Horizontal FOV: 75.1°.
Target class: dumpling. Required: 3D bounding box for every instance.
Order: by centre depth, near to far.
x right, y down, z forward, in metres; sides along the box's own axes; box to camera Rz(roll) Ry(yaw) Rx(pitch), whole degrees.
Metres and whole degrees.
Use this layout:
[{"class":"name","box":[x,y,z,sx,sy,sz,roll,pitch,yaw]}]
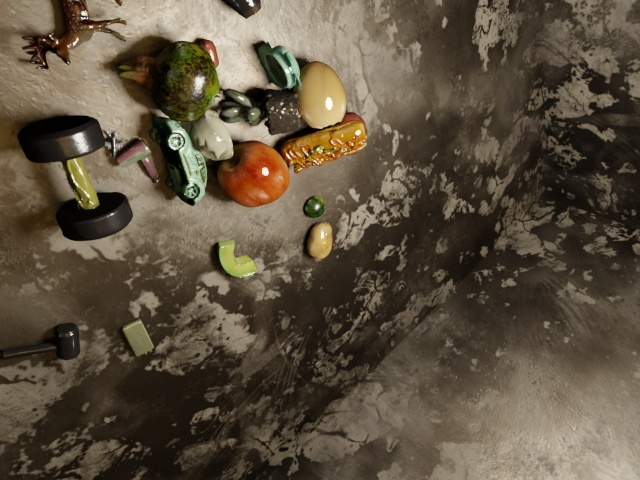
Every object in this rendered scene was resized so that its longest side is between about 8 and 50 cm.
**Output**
[{"class":"dumpling","box":[-0.391,-0.351,1.419,0.111,0.155,0.181,-20,89,-65]}]

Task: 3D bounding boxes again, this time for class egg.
[{"class":"egg","box":[-0.005,-0.541,1.559,0.201,0.201,0.244,-27,127,-25]}]

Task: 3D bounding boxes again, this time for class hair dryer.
[{"class":"hair dryer","box":[-0.214,-0.901,1.283,0.359,0.120,0.303,-48,121,-21]},{"class":"hair dryer","box":[-0.581,-0.244,1.369,0.106,0.054,0.154,-39,137,-8]},{"class":"hair dryer","box":[-0.954,0.351,1.404,0.248,0.070,0.114,-2,117,-29]}]

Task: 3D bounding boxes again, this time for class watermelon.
[{"class":"watermelon","box":[-0.018,-0.144,1.871,0.106,0.062,0.105,-22,131,-27]}]

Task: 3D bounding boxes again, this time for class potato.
[{"class":"potato","box":[0.000,0.000,1.937,0.119,0.109,0.178,5,107,-17]}]

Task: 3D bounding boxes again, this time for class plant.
[{"class":"plant","box":[-0.209,-0.451,1.460,0.275,0.149,0.146,0,126,-14]}]

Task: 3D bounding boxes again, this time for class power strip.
[{"class":"power strip","box":[-0.713,0.387,1.633,0.076,0.028,0.168,-25,126,-27]}]

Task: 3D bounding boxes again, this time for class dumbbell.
[{"class":"dumbbell","box":[-0.694,-0.178,1.202,0.204,0.204,0.322,-24,127,-27]}]

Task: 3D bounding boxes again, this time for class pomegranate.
[{"class":"pomegranate","box":[-0.447,-0.482,1.264,0.204,0.277,0.221,50,46,-79]}]

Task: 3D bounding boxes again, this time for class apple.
[{"class":"apple","box":[-0.239,-0.232,1.523,0.242,0.242,0.241,-51,136,-4]}]

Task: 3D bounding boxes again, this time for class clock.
[{"class":"clock","box":[-0.131,-0.597,1.433,0.060,0.189,0.148,-40,135,-14]}]

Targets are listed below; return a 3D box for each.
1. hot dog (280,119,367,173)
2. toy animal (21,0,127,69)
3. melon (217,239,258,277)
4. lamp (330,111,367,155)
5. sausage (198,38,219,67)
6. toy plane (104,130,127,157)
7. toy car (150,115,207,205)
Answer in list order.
[{"class":"hot dog","box":[0.018,-0.360,1.632,0.349,0.117,0.158,-15,162,5]},{"class":"toy animal","box":[-0.658,-0.583,1.104,0.260,0.087,0.243,-16,110,-30]},{"class":"melon","box":[-0.356,0.077,1.725,0.118,0.064,0.209,-38,130,-15]},{"class":"lamp","box":[0.122,-0.448,1.759,0.182,0.140,0.181,-17,119,-33]},{"class":"sausage","box":[-0.361,-0.594,1.337,0.054,0.059,0.094,-24,130,-19]},{"class":"toy plane","box":[-0.643,-0.298,1.295,0.079,0.031,0.083,-6,116,-37]},{"class":"toy car","box":[-0.459,-0.270,1.394,0.125,0.136,0.305,-30,129,-34]}]
